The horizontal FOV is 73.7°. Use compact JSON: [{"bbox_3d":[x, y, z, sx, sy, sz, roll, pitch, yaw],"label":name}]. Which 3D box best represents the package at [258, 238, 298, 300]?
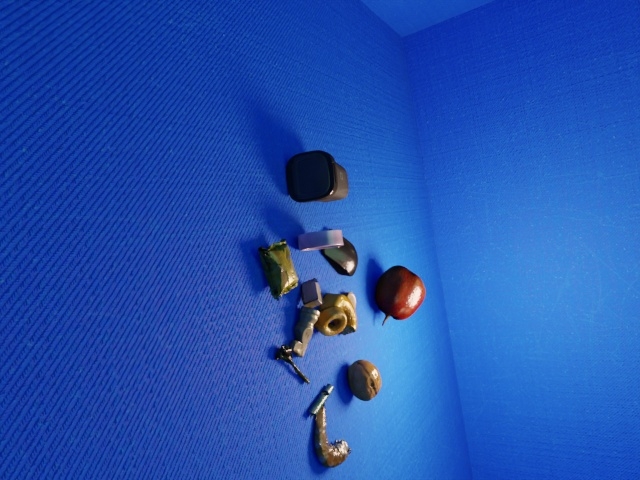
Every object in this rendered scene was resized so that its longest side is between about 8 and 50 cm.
[{"bbox_3d":[-0.164,0.112,1.688,0.168,0.090,0.226,-27,103,-54],"label":"package"}]

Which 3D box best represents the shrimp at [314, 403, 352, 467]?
[{"bbox_3d":[0.031,0.874,1.854,0.287,0.068,0.185,61,32,-13],"label":"shrimp"}]

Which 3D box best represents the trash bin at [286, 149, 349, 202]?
[{"bbox_3d":[0.001,-0.273,1.951,0.250,0.220,0.219,5,80,-65],"label":"trash bin"}]

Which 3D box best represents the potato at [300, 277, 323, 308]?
[{"bbox_3d":[-0.036,0.230,1.852,0.122,0.086,0.061,-100,165,-45],"label":"potato"}]

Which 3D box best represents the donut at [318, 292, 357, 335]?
[{"bbox_3d":[0.092,0.330,2.053,0.259,0.101,0.152,48,39,-36],"label":"donut"}]

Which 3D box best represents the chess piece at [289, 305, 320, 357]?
[{"bbox_3d":[-0.071,0.384,1.790,0.090,0.090,0.200,41,61,-47],"label":"chess piece"}]

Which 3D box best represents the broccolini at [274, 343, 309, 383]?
[{"bbox_3d":[-0.112,0.506,1.737,0.254,0.071,0.057,63,2,-39],"label":"broccolini"}]

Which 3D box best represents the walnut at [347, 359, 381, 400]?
[{"bbox_3d":[0.216,0.683,2.095,0.165,0.165,0.197,-40,124,-55],"label":"walnut"}]

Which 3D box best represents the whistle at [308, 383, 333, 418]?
[{"bbox_3d":[0.001,0.696,1.857,0.186,0.039,0.039,-37,114,-54],"label":"whistle"}]

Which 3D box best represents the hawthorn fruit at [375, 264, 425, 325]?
[{"bbox_3d":[0.440,0.331,2.470,0.285,0.285,0.368,41,70,-46],"label":"hawthorn fruit"}]

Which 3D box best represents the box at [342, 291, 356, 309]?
[{"bbox_3d":[0.144,0.317,2.183,0.106,0.037,0.105,19,68,-55],"label":"box"}]

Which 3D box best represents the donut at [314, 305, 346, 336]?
[{"bbox_3d":[0.049,0.368,1.916,0.152,0.058,0.151,-12,119,-23],"label":"donut"}]

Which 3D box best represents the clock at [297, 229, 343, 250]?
[{"bbox_3d":[0.000,0.000,1.876,0.197,0.197,0.068,0,81,-58],"label":"clock"}]

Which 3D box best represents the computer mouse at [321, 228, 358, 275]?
[{"bbox_3d":[0.113,0.066,2.147,0.295,0.087,0.168,45,50,-41],"label":"computer mouse"}]
